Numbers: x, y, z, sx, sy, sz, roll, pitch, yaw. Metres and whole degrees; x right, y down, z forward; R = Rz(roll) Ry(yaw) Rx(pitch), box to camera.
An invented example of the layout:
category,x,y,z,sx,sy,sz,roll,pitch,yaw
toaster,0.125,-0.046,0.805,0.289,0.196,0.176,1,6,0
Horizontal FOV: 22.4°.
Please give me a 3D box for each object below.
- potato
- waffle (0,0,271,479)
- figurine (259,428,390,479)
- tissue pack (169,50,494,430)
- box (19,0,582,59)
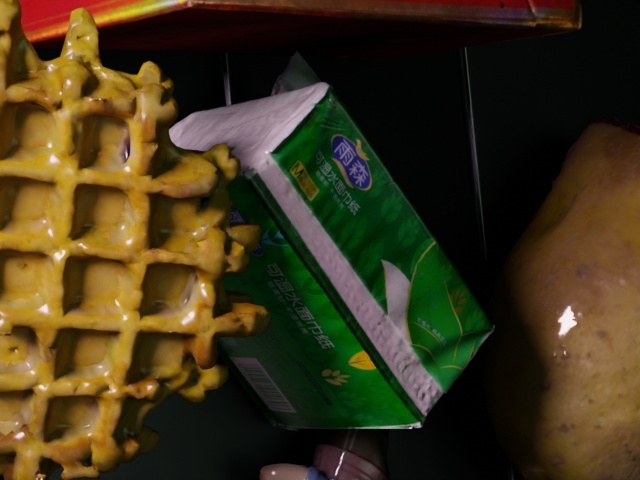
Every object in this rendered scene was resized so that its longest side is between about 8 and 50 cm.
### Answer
category,x,y,z,sx,sy,sz,roll,pitch,yaw
potato,0.227,0.072,1.218,0.229,0.229,0.266,44,78,-30
waffle,-0.164,0.011,0.892,0.260,0.069,0.293,-33,113,1
figurine,-0.005,0.197,1.077,0.114,0.108,0.196,81,21,-57
tissue pack,0.001,-0.001,1.050,0.156,0.148,0.209,-50,117,-32
box,-0.013,-0.167,1.011,0.313,0.197,0.089,-3,90,-40
